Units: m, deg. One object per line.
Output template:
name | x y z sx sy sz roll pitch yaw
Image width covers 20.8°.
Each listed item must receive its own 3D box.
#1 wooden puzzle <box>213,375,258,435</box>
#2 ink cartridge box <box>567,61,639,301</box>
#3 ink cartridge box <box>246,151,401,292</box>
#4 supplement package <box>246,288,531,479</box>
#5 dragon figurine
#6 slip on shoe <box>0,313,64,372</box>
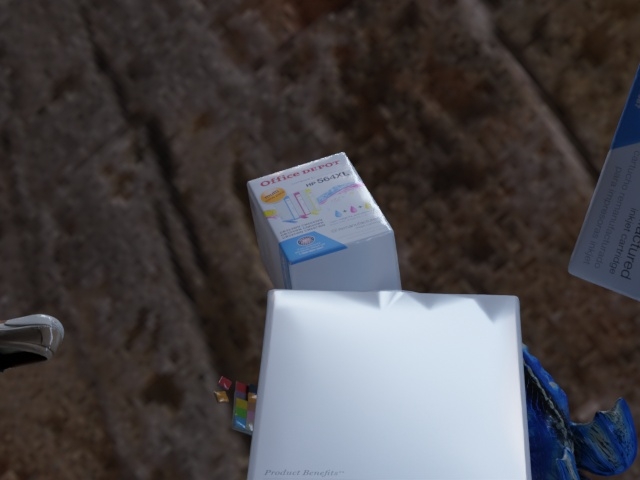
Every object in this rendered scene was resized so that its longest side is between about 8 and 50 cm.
wooden puzzle | -0.047 0.138 1.394 0.083 0.006 0.049 21 40 -17
ink cartridge box | 0.381 -0.022 1.350 0.307 0.223 0.129 22 6 31
ink cartridge box | 0.000 0.000 1.453 0.143 0.092 0.090 -120 -164 -51
supplement package | 0.044 0.186 1.124 0.293 0.177 0.175 -84 175 -54
dragon figurine | 0.182 0.154 1.309 0.144 0.085 0.289 31 -29 35
slip on shoe | -0.304 0.103 1.629 0.051 0.135 0.041 63 25 -46
